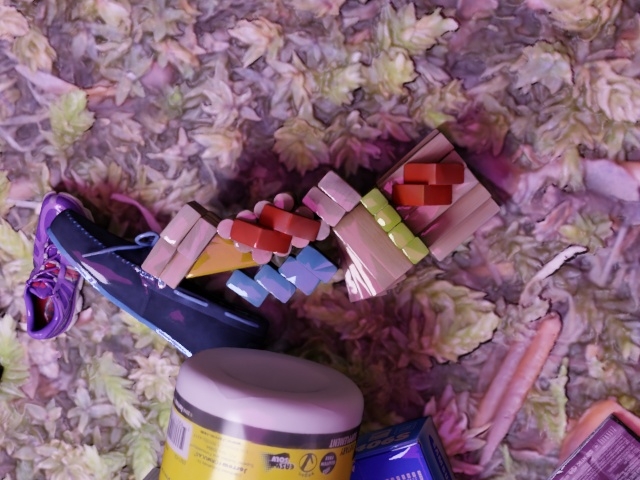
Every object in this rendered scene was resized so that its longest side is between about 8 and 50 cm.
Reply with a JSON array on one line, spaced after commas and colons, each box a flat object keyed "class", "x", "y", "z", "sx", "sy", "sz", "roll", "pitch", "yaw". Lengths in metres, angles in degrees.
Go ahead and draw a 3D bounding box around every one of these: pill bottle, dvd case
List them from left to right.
[{"class": "pill bottle", "x": -0.075, "y": 0.290, "z": 1.470, "sx": 0.188, "sy": 0.188, "sz": 0.334, "roll": 13, "pitch": 101, "yaw": 11}, {"class": "dvd case", "x": 0.333, "y": 0.309, "z": 1.537, "sx": 0.221, "sy": 0.018, "sz": 0.164, "roll": 41, "pitch": 109, "yaw": 3}]

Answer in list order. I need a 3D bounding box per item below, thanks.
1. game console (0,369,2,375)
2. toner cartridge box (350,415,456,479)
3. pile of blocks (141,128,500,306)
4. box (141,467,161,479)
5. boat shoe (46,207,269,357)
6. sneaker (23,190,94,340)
[{"class": "game console", "x": -0.517, "y": 0.254, "z": 1.737, "sx": 0.213, "sy": 0.044, "sz": 0.361, "roll": 24, "pitch": 108, "yaw": 10}, {"class": "toner cartridge box", "x": 0.100, "y": 0.376, "z": 1.586, "sx": 0.165, "sy": 0.075, "sz": 0.347, "roll": -18, "pitch": 99, "yaw": 18}, {"class": "pile of blocks", "x": 0.000, "y": 0.000, "z": 1.451, "sx": 0.362, "sy": 0.112, "sz": 0.149, "roll": -16, "pitch": 93, "yaw": 3}, {"class": "box", "x": -0.159, "y": 0.316, "z": 1.625, "sx": 0.102, "sy": 0.101, "sz": 0.087, "roll": 11, "pitch": 106, "yaw": 12}, {"class": "boat shoe", "x": -0.168, "y": 0.039, "z": 1.570, "sx": 0.258, "sy": 0.109, "sz": 0.089, "roll": 37, "pitch": 101, "yaw": -15}, {"class": "sneaker", "x": -0.288, "y": 0.031, "z": 1.602, "sx": 0.068, "sy": 0.071, "sz": 0.170, "roll": 10, "pitch": 106, "yaw": 12}]
